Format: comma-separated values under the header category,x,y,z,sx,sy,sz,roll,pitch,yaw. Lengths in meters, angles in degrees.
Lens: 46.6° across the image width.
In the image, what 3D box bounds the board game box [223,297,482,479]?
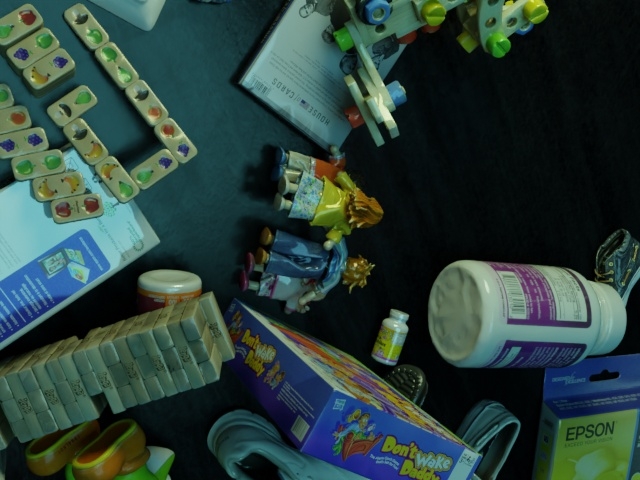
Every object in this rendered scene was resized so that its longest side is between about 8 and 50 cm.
category,x,y,z,sx,sy,sz,roll,pitch,yaw
board game box,0.015,0.202,0.979,0.233,0.347,0.078,30,88,-28

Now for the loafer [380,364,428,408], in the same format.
category,x,y,z,sx,sy,sz,roll,pitch,yaw
loafer,0.107,0.297,1.204,0.078,0.080,0.220,20,104,-50

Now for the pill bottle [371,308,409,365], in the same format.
category,x,y,z,sx,sy,sz,roll,pitch,yaw
pill bottle,0.113,0.153,1.181,0.043,0.043,0.083,16,95,-27

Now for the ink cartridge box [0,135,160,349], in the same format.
category,x,y,z,sx,sy,sz,roll,pitch,yaw
ink cartridge box,-0.379,0.025,0.900,0.333,0.065,0.165,-36,115,-21

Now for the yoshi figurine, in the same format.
category,x,y,z,sx,sy,sz,roll,pitch,yaw
yoshi figurine,-0.274,0.423,1.002,0.203,0.203,0.362,-20,113,-2

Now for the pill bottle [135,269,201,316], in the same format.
category,x,y,z,sx,sy,sz,roll,pitch,yaw
pill bottle,-0.207,0.122,1.005,0.086,0.086,0.152,-1,103,-24

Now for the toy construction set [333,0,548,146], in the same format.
category,x,y,z,sx,sy,sz,roll,pitch,yaw
toy construction set,0.145,-0.289,1.011,0.328,0.151,0.215,-38,140,-5

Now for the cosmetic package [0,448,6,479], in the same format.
category,x,y,z,sx,sy,sz,roll,pitch,yaw
cosmetic package,-0.589,0.294,0.838,0.385,0.156,0.217,30,89,-26

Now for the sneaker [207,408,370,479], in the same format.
category,x,y,z,sx,sy,sz,roll,pitch,yaw
sneaker,-0.029,0.357,1.094,0.297,0.129,0.111,23,96,-15

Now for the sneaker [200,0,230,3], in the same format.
category,x,y,z,sx,sy,sz,roll,pitch,yaw
sneaker,-0.123,-0.369,0.950,0.058,0.052,0.135,7,107,-36

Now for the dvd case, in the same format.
category,x,y,z,sx,sy,sz,roll,pitch,yaw
dvd case,0.015,-0.267,1.043,0.179,0.029,0.238,34,87,-27

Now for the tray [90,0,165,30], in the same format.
category,x,y,z,sx,sy,sz,roll,pitch,yaw
tray,-0.215,-0.410,0.904,0.145,0.030,0.270,24,92,-26

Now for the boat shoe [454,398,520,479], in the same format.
category,x,y,z,sx,sy,sz,roll,pitch,yaw
boat shoe,0.258,0.407,1.283,0.096,0.088,0.267,36,86,-27

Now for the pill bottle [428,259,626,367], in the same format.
category,x,y,z,sx,sy,sz,roll,pitch,yaw
pill bottle,0.341,0.123,1.207,0.302,0.169,0.169,5,100,-25

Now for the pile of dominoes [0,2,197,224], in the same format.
category,x,y,z,sx,sy,sz,roll,pitch,yaw
pile of dominoes,-0.294,-0.152,0.874,0.196,0.040,0.251,-40,95,-19

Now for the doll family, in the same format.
category,x,y,z,sx,sy,sz,roll,pitch,yaw
doll family,0.000,0.000,1.042,0.163,0.118,0.263,13,103,-23

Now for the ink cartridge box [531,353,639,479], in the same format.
category,x,y,z,sx,sy,sz,roll,pitch,yaw
ink cartridge box,0.546,0.377,1.419,0.304,0.072,0.307,-1,105,-24

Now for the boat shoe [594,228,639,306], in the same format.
category,x,y,z,sx,sy,sz,roll,pitch,yaw
boat shoe,0.517,0.070,1.336,0.083,0.065,0.183,38,80,-24

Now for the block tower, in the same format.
category,x,y,z,sx,sy,sz,roll,pitch,yaw
block tower,-0.280,0.165,0.918,0.336,0.097,0.091,-19,103,0
